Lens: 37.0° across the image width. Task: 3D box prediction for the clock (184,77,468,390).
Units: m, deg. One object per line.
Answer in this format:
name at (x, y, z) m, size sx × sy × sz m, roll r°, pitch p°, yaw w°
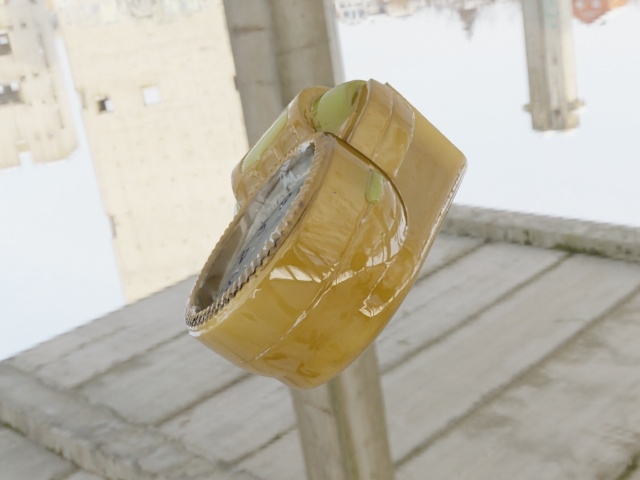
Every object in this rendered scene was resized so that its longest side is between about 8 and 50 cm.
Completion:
clock at (0.000, 0.000, 0.922) m, size 0.244 × 0.200 × 0.317 m, roll -48°, pitch -167°, yaw 33°
